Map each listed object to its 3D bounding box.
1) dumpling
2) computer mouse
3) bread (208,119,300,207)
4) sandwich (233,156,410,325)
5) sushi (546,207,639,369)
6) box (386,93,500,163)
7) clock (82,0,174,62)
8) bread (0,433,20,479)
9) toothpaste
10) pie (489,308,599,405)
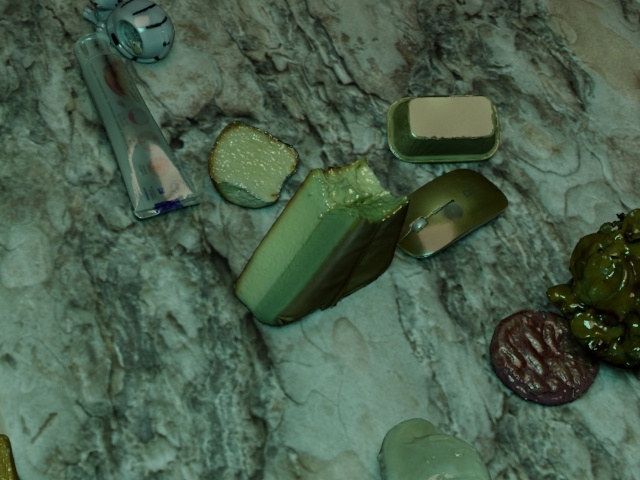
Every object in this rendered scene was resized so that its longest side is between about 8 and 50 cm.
[{"bbox_3d":[0.131,0.293,1.283,0.150,0.092,0.176,31,54,10],"label":"dumpling"},{"bbox_3d":[0.189,-0.044,1.572,0.199,0.045,0.102,-28,61,-27],"label":"computer mouse"},{"bbox_3d":[-0.103,-0.106,1.570,0.126,0.044,0.129,25,51,0],"label":"bread"},{"bbox_3d":[0.000,0.000,1.420,0.220,0.186,0.108,-29,61,-27],"label":"sandwich"},{"bbox_3d":[0.442,0.060,1.447,0.204,0.213,0.200,6,29,-38],"label":"sushi"},{"bbox_3d":[0.192,-0.177,1.643,0.177,0.111,0.111,-1,54,-6],"label":"box"},{"bbox_3d":[-0.300,-0.362,1.674,0.176,0.117,0.080,39,57,17],"label":"clock"},{"bbox_3d":[-0.378,0.288,1.225,0.074,0.053,0.132,-13,57,-23],"label":"bread"},{"bbox_3d":[-0.281,-0.171,1.575,0.100,0.066,0.323,-16,63,-26],"label":"toothpaste"},{"bbox_3d":[0.303,0.155,1.452,0.155,0.036,0.154,5,53,-7],"label":"pie"}]
